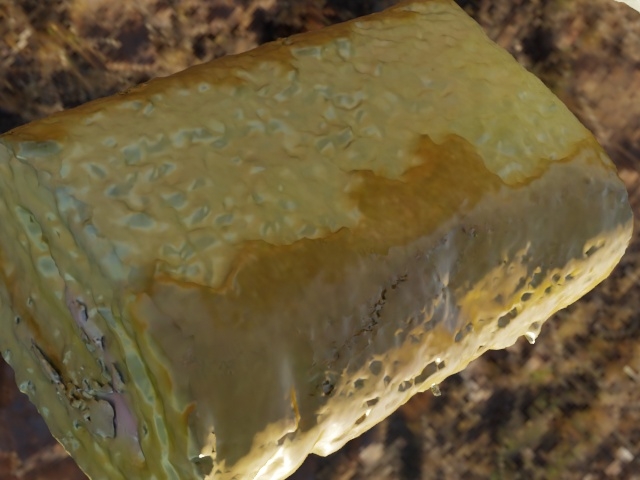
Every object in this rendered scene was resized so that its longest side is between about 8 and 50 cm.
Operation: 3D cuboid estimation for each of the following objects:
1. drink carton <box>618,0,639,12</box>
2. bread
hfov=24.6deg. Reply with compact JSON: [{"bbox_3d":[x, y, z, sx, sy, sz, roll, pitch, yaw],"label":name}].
[{"bbox_3d":[0.217,-0.204,0.726,0.132,0.324,0.194,27,98,-9],"label":"drink carton"},{"bbox_3d":[0.000,0.000,0.872,0.375,0.236,0.165,-26,160,-40],"label":"bread"}]
